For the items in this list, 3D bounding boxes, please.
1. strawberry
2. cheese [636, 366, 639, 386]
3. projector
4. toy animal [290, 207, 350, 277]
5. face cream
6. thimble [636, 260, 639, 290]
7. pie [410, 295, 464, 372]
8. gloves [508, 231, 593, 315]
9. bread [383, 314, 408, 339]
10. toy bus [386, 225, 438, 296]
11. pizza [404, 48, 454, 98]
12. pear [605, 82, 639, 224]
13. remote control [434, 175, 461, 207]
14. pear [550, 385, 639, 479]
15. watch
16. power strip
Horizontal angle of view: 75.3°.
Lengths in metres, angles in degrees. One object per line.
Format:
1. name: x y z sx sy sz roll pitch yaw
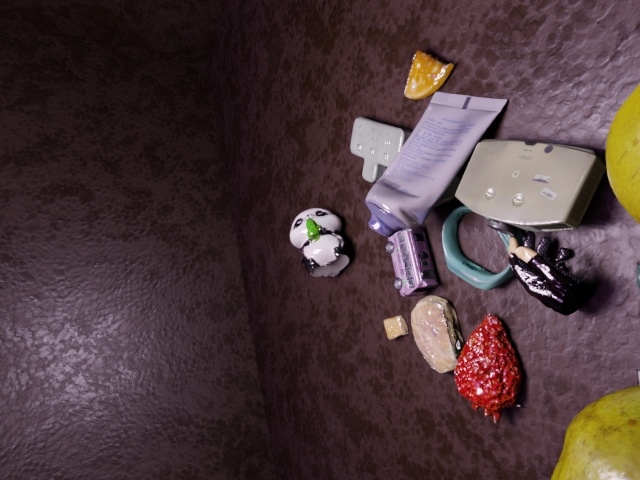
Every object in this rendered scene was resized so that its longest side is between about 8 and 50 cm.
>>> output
1. strawberry: 0.409 0.309 1.010 0.174 0.097 0.228 37 126 52
2. cheese: 0.617 0.225 0.681 0.171 0.047 0.092 -44 59 54
3. projector: 0.427 -0.107 0.881 0.269 0.088 0.194 30 98 55
4. toy animal: -0.003 -0.003 1.592 0.212 0.212 0.267 -49 59 52
5. face cream: 0.260 -0.196 1.060 0.420 0.137 0.235 -57 36 2
6. thimble: 0.587 0.049 0.665 0.118 0.090 0.135 55 141 45
7. pie: 0.327 0.270 1.198 0.185 0.052 0.218 -26 73 57
8. gloves: 0.455 0.063 0.862 0.181 0.129 0.106 53 140 44
9. bread: 0.247 0.283 1.361 0.083 0.035 0.070 -39 61 48
10. toy bus: 0.272 0.060 1.223 0.108 0.096 0.199 -32 64 53
11. pizza: 0.293 -0.467 1.159 0.178 0.041 0.131 -40 62 56
12. pear: 0.531 -0.117 0.535 0.294 0.294 0.295 15 107 59
13. remote control: 0.318 -0.119 1.166 0.229 0.044 0.073 148 137 -64
14. pear: 0.508 0.380 0.549 0.413 0.352 0.352 -48 38 -2
15. watch: 0.400 0.013 1.024 0.237 0.068 0.195 45 130 54
16. power strip: 0.186 -0.289 1.358 0.265 0.059 0.194 38 126 52
